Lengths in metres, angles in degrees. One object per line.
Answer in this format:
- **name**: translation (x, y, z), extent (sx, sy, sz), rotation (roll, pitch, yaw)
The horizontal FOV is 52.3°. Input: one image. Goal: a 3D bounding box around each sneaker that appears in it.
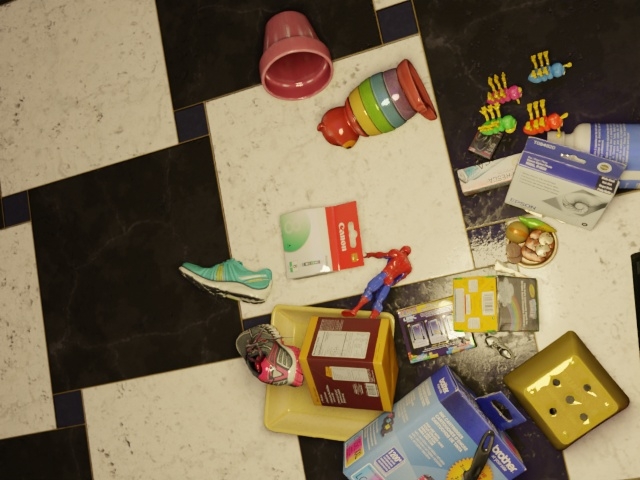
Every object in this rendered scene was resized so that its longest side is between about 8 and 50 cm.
- **sneaker**: translation (-0.147, 0.281, 1.638), extent (0.299, 0.112, 0.120), rotation (10, 93, 61)
- **sneaker**: translation (-0.263, 0.103, 1.832), extent (0.275, 0.107, 0.110), rotation (12, 68, 13)
- **sneaker**: translation (0.443, 0.265, 1.614), extent (0.083, 0.037, 0.032), rotation (36, 97, 19)

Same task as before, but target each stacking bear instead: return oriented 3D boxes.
- **stacking bear**: translation (0.133, -0.338, 1.718), extent (0.289, 0.175, 0.164), rotation (-25, 80, 21)

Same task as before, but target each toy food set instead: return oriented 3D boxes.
- **toy food set**: translation (0.519, 0.007, 1.617), extent (0.132, 0.038, 0.192), rotation (25, 92, 18)

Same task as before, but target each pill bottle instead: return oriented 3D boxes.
- **pill bottle**: translation (0.672, -0.200, 1.533), extent (0.272, 0.152, 0.152), rotation (4, 86, 17)

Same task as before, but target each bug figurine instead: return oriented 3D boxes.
- **bug figurine**: translation (0.500, -0.338, 1.598), extent (0.216, 0.072, 0.279), rotation (-9, 47, 33)

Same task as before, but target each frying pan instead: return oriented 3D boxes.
- **frying pan**: translation (0.295, 0.566, 1.450), extent (0.197, 0.053, 0.326), rotation (-8, 105, 0)

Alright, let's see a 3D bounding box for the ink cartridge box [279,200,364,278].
- **ink cartridge box**: translation (0.000, 0.000, 1.738), extent (0.225, 0.056, 0.180), rotation (-13, 80, 36)

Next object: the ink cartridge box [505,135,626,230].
- **ink cartridge box**: translation (0.561, -0.127, 1.521), extent (0.223, 0.224, 0.045), rotation (20, 63, 15)

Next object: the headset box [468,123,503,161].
- **headset box**: translation (0.423, -0.247, 1.677), extent (0.062, 0.032, 0.083), rotation (29, 92, 18)

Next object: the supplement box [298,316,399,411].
- **supplement box**: translation (0.072, 0.292, 1.544), extent (0.194, 0.191, 0.129), rotation (0, 43, 17)

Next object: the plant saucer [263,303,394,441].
- **plant saucer**: translation (0.029, 0.344, 1.711), extent (0.333, 0.081, 0.332), rotation (3, 85, 18)

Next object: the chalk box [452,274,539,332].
- **chalk box**: translation (0.433, 0.154, 1.562), extent (0.132, 0.213, 0.132), rotation (-9, 78, 50)

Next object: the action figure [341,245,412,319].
- **action figure**: translation (0.135, 0.112, 1.668), extent (0.091, 0.139, 0.280), rotation (52, 58, -17)

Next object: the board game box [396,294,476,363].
- **board game box**: translation (0.294, 0.224, 1.659), extent (0.170, 0.048, 0.141), rotation (-17, 78, 15)

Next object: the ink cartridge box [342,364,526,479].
- **ink cartridge box**: translation (0.284, 0.487, 1.536), extent (0.395, 0.151, 0.270), rotation (-40, 100, 8)

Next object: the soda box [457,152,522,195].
- **soda box**: translation (0.444, -0.168, 1.649), extent (0.183, 0.058, 0.062), rotation (-15, 80, 14)

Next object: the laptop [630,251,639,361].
- **laptop**: translation (0.932, 0.189, 1.395), extent (0.408, 0.236, 0.381), rotation (-23, 57, 52)

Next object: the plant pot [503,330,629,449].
- **plant pot**: translation (0.562, 0.352, 1.490), extent (0.212, 0.187, 0.212), rotation (-39, 75, 10)

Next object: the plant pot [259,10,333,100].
- **plant pot**: translation (-0.077, -0.515, 1.785), extent (0.201, 0.201, 0.180), rotation (-19, 64, 14)
